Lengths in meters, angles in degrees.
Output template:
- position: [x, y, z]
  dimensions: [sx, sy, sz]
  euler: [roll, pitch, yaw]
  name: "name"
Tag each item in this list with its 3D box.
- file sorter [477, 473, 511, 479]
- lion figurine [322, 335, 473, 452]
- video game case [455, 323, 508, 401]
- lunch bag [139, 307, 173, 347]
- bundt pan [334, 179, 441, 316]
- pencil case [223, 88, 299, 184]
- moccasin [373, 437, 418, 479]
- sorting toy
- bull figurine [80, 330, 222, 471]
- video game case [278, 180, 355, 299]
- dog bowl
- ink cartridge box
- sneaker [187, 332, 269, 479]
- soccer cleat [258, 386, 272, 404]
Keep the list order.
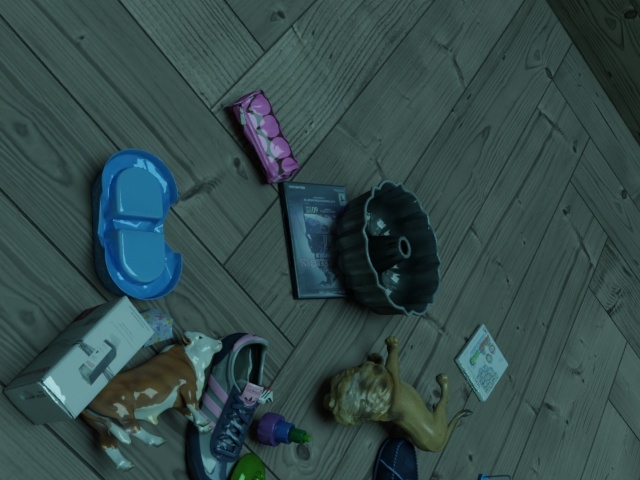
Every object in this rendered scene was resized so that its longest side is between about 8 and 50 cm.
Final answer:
- position: [0.472, 0.682, 2.207]
  dimensions: [0.170, 0.104, 0.118]
  euler: [46, 51, -22]
  name: "file sorter"
- position: [0.192, 0.381, 1.998]
  dimensions: [0.392, 0.142, 0.240]
  euler: [32, 39, -14]
  name: "lion figurine"
- position: [0.431, 0.325, 2.344]
  dimensions: [0.157, 0.019, 0.143]
  euler: [-45, 107, -41]
  name: "video game case"
- position: [-0.331, 0.163, 1.668]
  dimensions: [0.071, 0.083, 0.053]
  euler: [-18, 123, -45]
  name: "lunch bag"
- position: [0.150, 0.028, 2.089]
  dimensions: [0.331, 0.124, 0.330]
  euler: [23, 60, -48]
  name: "bundt pan"
- position: [-0.127, -0.227, 1.968]
  dimensions: [0.209, 0.095, 0.098]
  euler: [62, 16, -8]
  name: "pencil case"
- position: [0.197, 0.614, 1.969]
  dimensions: [0.138, 0.117, 0.342]
  euler: [19, 63, -37]
  name: "moccasin"
- position: [-0.108, 0.506, 1.694]
  dimensions: [0.127, 0.126, 0.365]
  euler: [72, 34, -48]
  name: "sorting toy"
- position: [-0.296, 0.286, 1.627]
  dimensions: [0.310, 0.101, 0.188]
  euler: [-21, 67, -38]
  name: "bull figurine"
- position: [0.000, 0.000, 2.055]
  dimensions: [0.196, 0.026, 0.274]
  euler: [2, 75, -42]
  name: "video game case"
- position: [-0.361, -0.026, 1.701]
  dimensions: [0.166, 0.074, 0.297]
  euler: [5, 74, -41]
  name: "dog bowl"
- position: [-0.415, 0.208, 1.517]
  dimensions: [0.092, 0.158, 0.218]
  euler: [55, 48, -15]
  name: "ink cartridge box"
- position: [-0.174, 0.329, 1.716]
  dimensions: [0.112, 0.131, 0.319]
  euler: [23, 62, -36]
  name: "sneaker"
- position: [-0.131, 0.325, 1.828]
  dimensions: [0.083, 0.029, 0.035]
  euler: [3, 70, -46]
  name: "soccer cleat"
